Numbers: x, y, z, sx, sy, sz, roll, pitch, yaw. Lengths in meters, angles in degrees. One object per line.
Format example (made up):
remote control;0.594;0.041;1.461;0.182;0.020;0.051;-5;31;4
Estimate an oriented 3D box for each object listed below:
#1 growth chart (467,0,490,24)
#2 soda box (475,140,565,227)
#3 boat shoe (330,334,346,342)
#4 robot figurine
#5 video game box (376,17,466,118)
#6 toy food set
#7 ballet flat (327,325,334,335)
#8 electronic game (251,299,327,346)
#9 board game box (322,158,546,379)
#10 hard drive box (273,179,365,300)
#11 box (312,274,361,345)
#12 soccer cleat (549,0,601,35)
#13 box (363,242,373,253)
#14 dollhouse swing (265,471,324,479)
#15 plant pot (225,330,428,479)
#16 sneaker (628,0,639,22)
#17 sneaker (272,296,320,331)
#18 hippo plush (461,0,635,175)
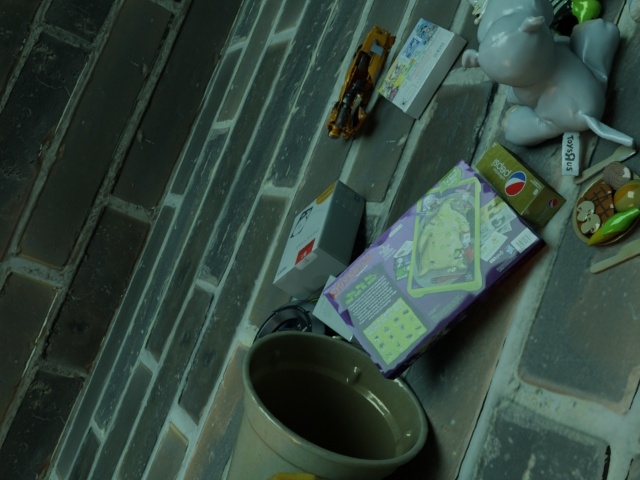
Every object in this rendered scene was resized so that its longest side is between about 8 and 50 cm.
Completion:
growth chart;0.375;-0.605;1.595;0.172;0.021;0.237;-48;33;30
soda box;0.340;-0.100;1.223;0.061;0.058;0.181;-55;29;19
boat shoe;0.005;0.251;1.544;0.152;0.056;0.049;-38;53;40
robot figurine;0.096;-0.386;1.804;0.211;0.085;0.291;157;135;-83
video game box;0.231;-0.404;1.661;0.205;0.048;0.187;-58;31;15
toy food set;0.426;-0.055;1.058;0.132;0.038;0.192;-37;39;42
ballet flat;0.013;0.194;1.593;0.114;0.041;0.041;-33;42;45
electronic game;-0.074;0.237;1.559;0.229;0.048;0.229;-27;45;31
board game box;0.185;0.050;1.223;0.347;0.056;0.208;-44;63;12
hard drive box;0.000;0.000;1.649;0.181;0.089;0.232;-40;24;40
box;0.086;0.149;1.392;0.091;0.130;0.170;-64;27;1
soccer cleat;0.434;-0.416;1.307;0.179;0.060;0.072;32;98;59
box;0.167;0.066;1.366;0.232;0.087;0.058;26;94;61
dollhouse swing;0.000;0.560;1.039;0.347;0.305;0.315;-43;35;35
plant pot;-0.025;0.381;1.256;0.305;0.334;0.334;-67;25;23
sneaker;0.566;-0.413;1.050;0.237;0.085;0.086;-27;39;46
sneaker;-0.025;0.179;1.651;0.209;0.069;0.082;-20;86;42
hippo plush;0.333;-0.270;1.161;0.234;0.236;0.294;-32;39;50
